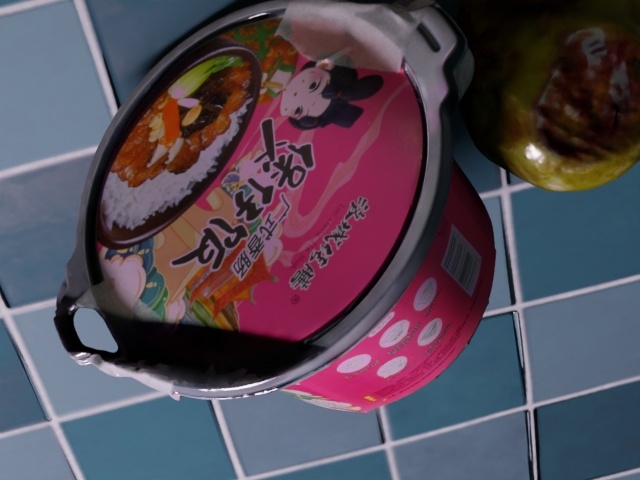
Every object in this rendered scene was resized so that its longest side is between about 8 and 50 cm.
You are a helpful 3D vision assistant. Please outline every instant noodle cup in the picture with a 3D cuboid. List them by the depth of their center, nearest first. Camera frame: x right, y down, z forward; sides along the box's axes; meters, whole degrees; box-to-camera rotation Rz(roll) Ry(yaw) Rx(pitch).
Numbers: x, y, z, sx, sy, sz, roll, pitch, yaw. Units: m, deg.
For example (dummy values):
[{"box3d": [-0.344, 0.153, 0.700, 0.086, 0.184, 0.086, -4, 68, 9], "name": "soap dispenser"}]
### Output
[{"box3d": [0.000, 0.000, 0.951, 0.302, 0.258, 0.181, -29, 145, 16], "name": "instant noodle cup"}]

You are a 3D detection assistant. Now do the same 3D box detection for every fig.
[{"box3d": [0.158, -0.106, 0.964, 0.144, 0.154, 0.166, -53, 155, 12], "name": "fig"}]
